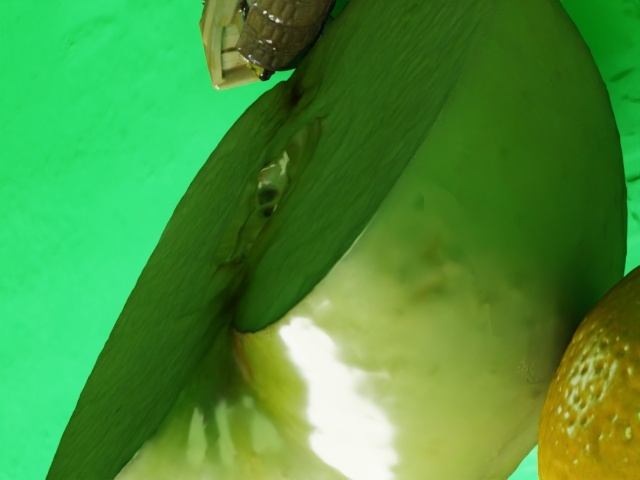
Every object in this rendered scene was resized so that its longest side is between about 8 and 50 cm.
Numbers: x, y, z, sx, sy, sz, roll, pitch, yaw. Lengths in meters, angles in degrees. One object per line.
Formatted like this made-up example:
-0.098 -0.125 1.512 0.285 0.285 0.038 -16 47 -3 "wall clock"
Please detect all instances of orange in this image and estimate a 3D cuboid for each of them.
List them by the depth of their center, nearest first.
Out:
0.183 0.122 0.767 0.158 0.237 0.179 -45 35 3 "orange"

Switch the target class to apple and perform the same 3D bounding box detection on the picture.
0.000 0.000 0.933 0.320 0.360 0.311 -2 121 11 "apple"

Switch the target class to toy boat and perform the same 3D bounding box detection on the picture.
-0.030 -0.154 1.084 0.088 0.068 0.226 66 156 20 "toy boat"

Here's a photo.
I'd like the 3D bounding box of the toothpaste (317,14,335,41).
-0.021 -0.153 1.178 0.170 0.028 0.045 45 125 42 "toothpaste"
